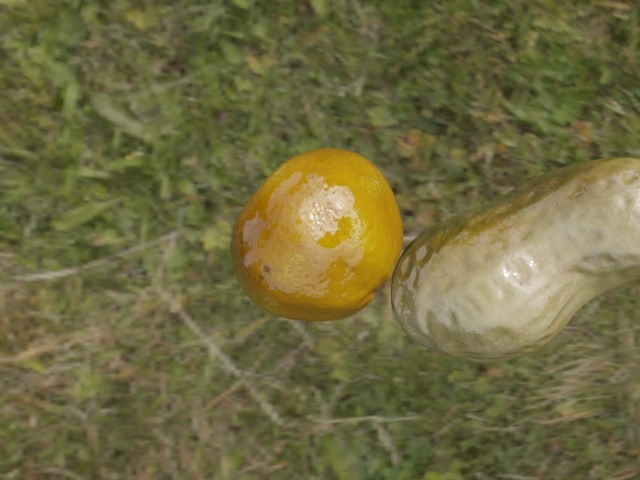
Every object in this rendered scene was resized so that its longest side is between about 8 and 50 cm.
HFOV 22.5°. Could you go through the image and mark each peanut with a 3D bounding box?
[{"bbox_3d":[0.158,0.014,1.130,0.236,0.120,0.110,-24,93,24],"label":"peanut"}]

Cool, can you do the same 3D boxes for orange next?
[{"bbox_3d":[0.000,0.000,1.386,0.136,0.159,0.159,43,107,6],"label":"orange"}]
